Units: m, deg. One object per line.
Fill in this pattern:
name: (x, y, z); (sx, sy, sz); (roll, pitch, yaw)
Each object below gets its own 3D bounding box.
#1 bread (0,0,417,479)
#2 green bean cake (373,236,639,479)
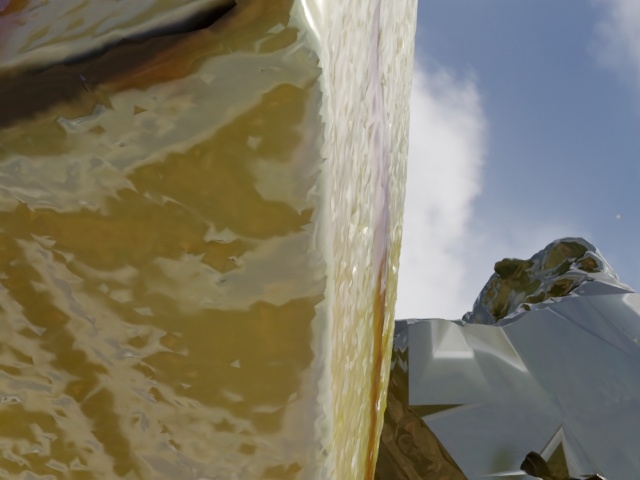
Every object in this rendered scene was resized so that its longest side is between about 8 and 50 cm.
bread: (0.001, 0.003, 0.471); (0.163, 0.167, 0.264); (-19, -52, 28)
green bean cake: (0.086, 0.103, 0.815); (0.233, 0.236, 0.124); (51, -48, 27)
